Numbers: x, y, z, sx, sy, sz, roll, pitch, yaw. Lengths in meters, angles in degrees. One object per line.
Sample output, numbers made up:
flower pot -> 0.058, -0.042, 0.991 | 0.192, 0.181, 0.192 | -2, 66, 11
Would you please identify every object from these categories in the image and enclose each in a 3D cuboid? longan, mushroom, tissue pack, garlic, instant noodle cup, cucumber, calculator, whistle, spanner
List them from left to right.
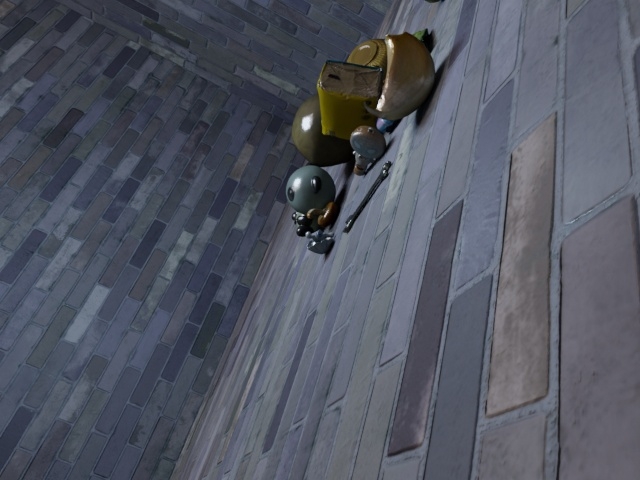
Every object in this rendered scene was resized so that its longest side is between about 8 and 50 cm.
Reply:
mushroom -> 0.008, -0.081, 1.839 | 0.129, 0.073, 0.088 | -22, -6, -40
longan -> 0.029, -0.413, 2.041 | 0.288, 0.288, 0.350 | -59, 2, 27
tissue pack -> 0.095, -0.431, 1.728 | 0.271, 0.192, 0.134 | 79, -157, -69
spanner -> 0.124, -0.115, 1.487 | 0.254, 0.015, 0.054 | -57, 11, 38
whistle -> 0.136, -0.267, 1.622 | 0.057, 0.107, 0.220 | -60, -9, -27
instant noodle cup -> 0.177, -0.666, 2.039 | 0.274, 0.090, 0.274 | -20, 53, 29
calculator -> 0.236, -0.447, 1.665 | 0.173, 0.051, 0.293 | -58, 11, 41
garlic -> 0.201, -0.399, 1.378 | 0.145, 0.164, 0.245 | -15, 53, 56
cucumber -> 0.306, -0.606, 1.702 | 0.078, 0.062, 0.211 | -17, 24, 22

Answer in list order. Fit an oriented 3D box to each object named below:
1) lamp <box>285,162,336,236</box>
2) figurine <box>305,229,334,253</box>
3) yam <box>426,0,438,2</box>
lamp -> -0.040, -0.148, 1.958 | 0.198, 0.197, 0.244 | -81, 3, -62
figurine -> 0.000, 0.000, 1.697 | 0.086, 0.094, 0.082 | 74, 173, -61
yam -> 0.392, -0.923, 1.885 | 0.133, 0.133, 0.330 | 125, 163, -45
